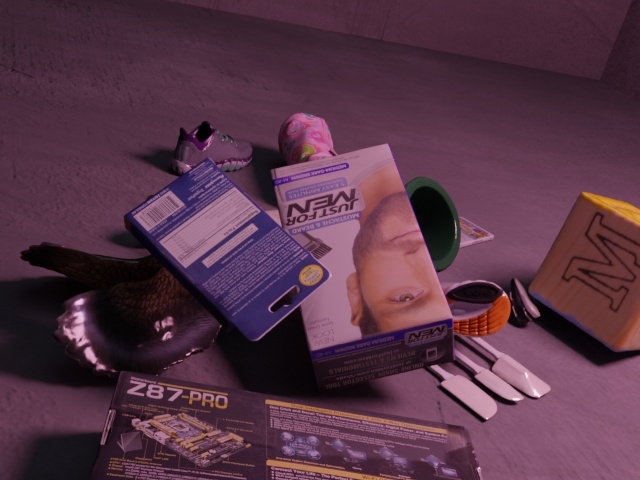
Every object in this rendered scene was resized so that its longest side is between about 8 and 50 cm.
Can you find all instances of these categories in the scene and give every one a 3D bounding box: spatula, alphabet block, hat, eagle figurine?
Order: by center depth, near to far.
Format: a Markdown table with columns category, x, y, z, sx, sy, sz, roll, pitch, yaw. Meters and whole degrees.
| category | x | y | z | sx | sy | sz | roll | pitch | yaw |
| --- | --- | --- | --- | --- | --- | --- | --- | --- | --- |
| eagle figurine | -0.211 | 0.049 | 1.087 | 0.298 | 0.225 | 0.226 | -28 | -3 | -17 |
| spatula | 0.203 | 0.170 | 1.224 | 0.168 | 0.019 | 0.242 | -15 | 37 | -39 |
| alphabet block | 0.505 | 0.053 | 1.391 | 0.192 | 0.197 | 0.193 | 4 | 26 | -47 |
| hat | 0.143 | -0.018 | 1.552 | 0.184 | 0.172 | 0.208 | -17 | 13 | 42 |

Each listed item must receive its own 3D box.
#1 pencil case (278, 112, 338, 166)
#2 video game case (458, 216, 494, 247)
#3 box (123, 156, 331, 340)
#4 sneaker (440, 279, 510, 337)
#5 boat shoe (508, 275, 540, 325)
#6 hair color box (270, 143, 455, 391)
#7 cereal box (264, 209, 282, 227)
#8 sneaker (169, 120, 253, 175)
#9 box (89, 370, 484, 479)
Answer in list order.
| category | x | y | z | sx | sy | sz | roll | pitch | yaw |
| --- | --- | --- | --- | --- | --- | --- | --- | --- | --- |
| pencil case | -0.012 | -0.157 | 1.648 | 0.124 | 0.124 | 0.284 | 9 | 25 | -15 |
| video game case | 0.279 | -0.017 | 1.660 | 0.122 | 0.011 | 0.087 | -12 | 36 | -45 |
| box | -0.111 | 0.013 | 0.995 | 0.225 | 0.036 | 0.136 | 43 | 63 | 17 |
| sneaker | 0.144 | 0.103 | 1.233 | 0.263 | 0.099 | 0.121 | 4 | -3 | 8 |
| boat shoe | 0.339 | 0.104 | 1.412 | 0.046 | 0.038 | 0.125 | 43 | 18 | -21 |
| hair color box | 0.050 | 0.026 | 1.145 | 0.185 | 0.110 | 0.338 | -13 | 49 | -2 |
| cereal box | 0.000 | 0.000 | 1.418 | 0.240 | 0.047 | 0.173 | -8 | 34 | -40 |
| sneaker | -0.201 | -0.191 | 1.637 | 0.083 | 0.098 | 0.224 | 27 | 27 | 23 |
| box | -0.024 | 0.274 | 0.778 | 0.395 | 0.097 | 0.318 | 11 | 27 | -10 |
